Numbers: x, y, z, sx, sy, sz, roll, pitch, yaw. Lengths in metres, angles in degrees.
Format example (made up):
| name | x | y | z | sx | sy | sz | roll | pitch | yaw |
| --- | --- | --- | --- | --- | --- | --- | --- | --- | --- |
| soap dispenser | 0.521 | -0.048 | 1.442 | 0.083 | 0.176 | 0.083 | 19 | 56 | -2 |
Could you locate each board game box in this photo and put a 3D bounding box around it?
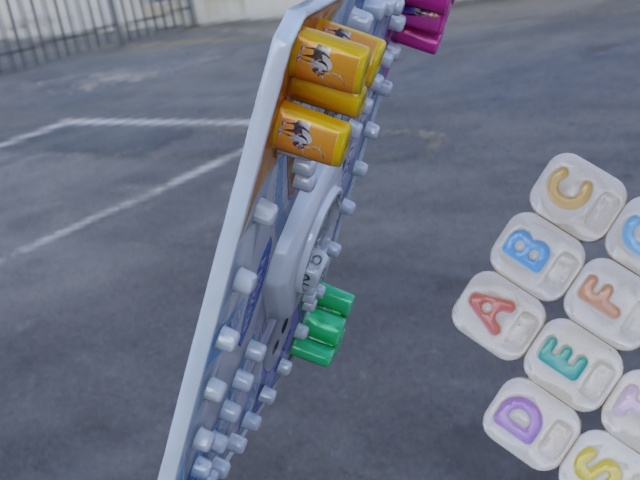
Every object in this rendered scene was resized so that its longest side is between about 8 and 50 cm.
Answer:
| name | x | y | z | sx | sy | sz | roll | pitch | yaw |
| --- | --- | --- | --- | --- | --- | --- | --- | --- | --- |
| board game box | 0.000 | 0.000 | 0.722 | 0.050 | 0.390 | 0.390 | 20 | 25 | 8 |

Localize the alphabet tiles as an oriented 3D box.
| name | x | y | z | sx | sy | sz | roll | pitch | yaw |
| --- | --- | --- | --- | --- | --- | --- | --- | --- | --- |
| alphabet tiles | 0.254 | 0.067 | 0.745 | 0.278 | 0.284 | 0.021 | 35 | 7 | 19 |
